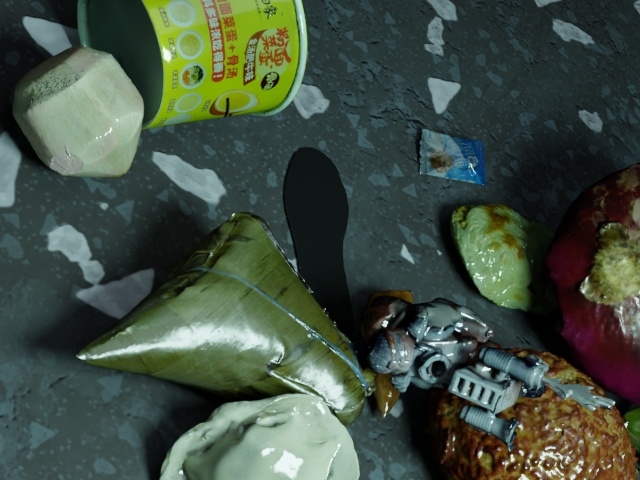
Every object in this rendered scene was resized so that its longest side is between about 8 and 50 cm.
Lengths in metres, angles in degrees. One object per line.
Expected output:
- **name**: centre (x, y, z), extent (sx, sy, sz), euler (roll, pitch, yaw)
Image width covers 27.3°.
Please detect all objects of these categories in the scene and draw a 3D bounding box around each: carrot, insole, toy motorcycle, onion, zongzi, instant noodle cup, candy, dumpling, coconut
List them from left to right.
- **coconut**: centre (-0.321, -0.163, 1.778), extent (0.183, 0.171, 0.171), euler (60, 40, -21)
- **instant noodle cup**: centre (-0.194, -0.299, 1.883), extent (0.221, 0.311, 0.311), euler (-22, 76, -35)
- **zongzi**: centre (-0.113, 0.169, 1.695), extent (0.323, 0.160, 0.360), euler (49, 39, 0)
- **dumpling**: centre (-0.078, 0.276, 1.650), extent (0.250, 0.132, 0.162), euler (-4, 86, -4)
- **insole**: centre (0.000, 0.000, 2.016), extent (0.119, 0.009, 0.348), euler (13, 54, -29)
- **carrot**: centre (0.100, 0.167, 1.934), extent (0.072, 0.072, 0.205), euler (22, 52, -24)
- **candy**: centre (0.227, -0.143, 2.272), extent (0.136, 0.038, 0.088), euler (10, 69, -24)
- **toy motorcycle**: centre (0.201, 0.172, 1.759), extent (0.401, 0.134, 0.207), euler (28, 18, 29)
- **onion**: centre (0.562, 0.085, 2.149), extent (0.420, 0.398, 0.398), euler (51, 17, -69)

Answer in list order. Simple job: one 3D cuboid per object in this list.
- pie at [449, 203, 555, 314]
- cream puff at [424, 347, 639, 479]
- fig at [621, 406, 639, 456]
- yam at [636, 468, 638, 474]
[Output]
- **pie**: centre (0.317, 0.017, 2.190), extent (0.248, 0.090, 0.201), euler (13, 53, -36)
- **cream puff**: centre (0.318, 0.299, 1.903), extent (0.350, 0.228, 0.350), euler (19, 50, -24)
- **fig**: centre (0.592, 0.314, 2.136), extent (0.245, 0.195, 0.195), euler (22, 47, 1)
- **yam**: centre (0.417, 0.448, 1.992), extent (0.066, 0.066, 0.299), euler (41, 46, -7)
